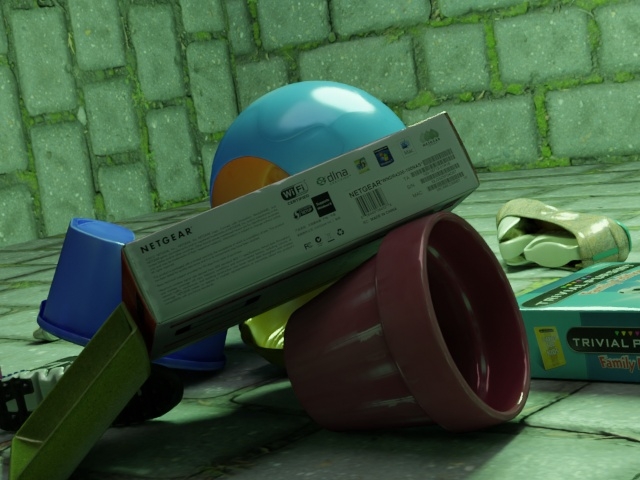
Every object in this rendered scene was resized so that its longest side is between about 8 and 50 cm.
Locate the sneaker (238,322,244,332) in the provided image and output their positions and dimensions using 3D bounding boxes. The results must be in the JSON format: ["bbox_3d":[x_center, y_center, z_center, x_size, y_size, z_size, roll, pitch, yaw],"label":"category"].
[{"bbox_3d":[0.058,0.065,1.600,0.330,0.147,0.130,-11,7,-13],"label":"sneaker"}]

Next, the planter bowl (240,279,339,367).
[{"bbox_3d":[0.028,0.107,1.447,0.217,0.090,0.217,-17,17,6],"label":"planter bowl"}]

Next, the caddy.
[{"bbox_3d":[-0.237,0.086,1.686,0.241,0.179,0.341,13,3,-11],"label":"caddy"}]

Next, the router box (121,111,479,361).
[{"bbox_3d":[-0.036,0.007,1.334,0.335,0.082,0.301,-23,-7,-13],"label":"router box"}]

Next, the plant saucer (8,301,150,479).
[{"bbox_3d":[-0.231,0.158,1.290,0.188,0.045,0.188,-52,13,-4],"label":"plant saucer"}]

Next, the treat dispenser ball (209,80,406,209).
[{"bbox_3d":[-0.004,-0.067,1.734,0.288,0.288,0.288,-8,7,1],"label":"treat dispenser ball"}]

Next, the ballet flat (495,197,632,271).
[{"bbox_3d":[0.339,-0.002,2.016,0.106,0.107,0.316,-27,14,-24],"label":"ballet flat"}]

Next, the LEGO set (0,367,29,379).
[{"bbox_3d":[-0.420,0.162,1.591,0.227,0.093,0.087,-2,9,42],"label":"LEGO set"}]

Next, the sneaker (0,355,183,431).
[{"bbox_3d":[-0.252,0.162,1.465,0.234,0.078,0.106,-8,9,19],"label":"sneaker"}]

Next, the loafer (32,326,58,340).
[{"bbox_3d":[-0.403,0.128,2.063,0.039,0.045,0.125,-12,7,33],"label":"loafer"}]

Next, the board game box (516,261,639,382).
[{"bbox_3d":[0.384,0.080,1.370,0.336,0.079,0.254,-2,9,41],"label":"board game box"}]

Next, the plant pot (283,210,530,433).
[{"bbox_3d":[0.074,0.096,1.231,0.180,0.201,0.201,-23,-1,29],"label":"plant pot"}]
